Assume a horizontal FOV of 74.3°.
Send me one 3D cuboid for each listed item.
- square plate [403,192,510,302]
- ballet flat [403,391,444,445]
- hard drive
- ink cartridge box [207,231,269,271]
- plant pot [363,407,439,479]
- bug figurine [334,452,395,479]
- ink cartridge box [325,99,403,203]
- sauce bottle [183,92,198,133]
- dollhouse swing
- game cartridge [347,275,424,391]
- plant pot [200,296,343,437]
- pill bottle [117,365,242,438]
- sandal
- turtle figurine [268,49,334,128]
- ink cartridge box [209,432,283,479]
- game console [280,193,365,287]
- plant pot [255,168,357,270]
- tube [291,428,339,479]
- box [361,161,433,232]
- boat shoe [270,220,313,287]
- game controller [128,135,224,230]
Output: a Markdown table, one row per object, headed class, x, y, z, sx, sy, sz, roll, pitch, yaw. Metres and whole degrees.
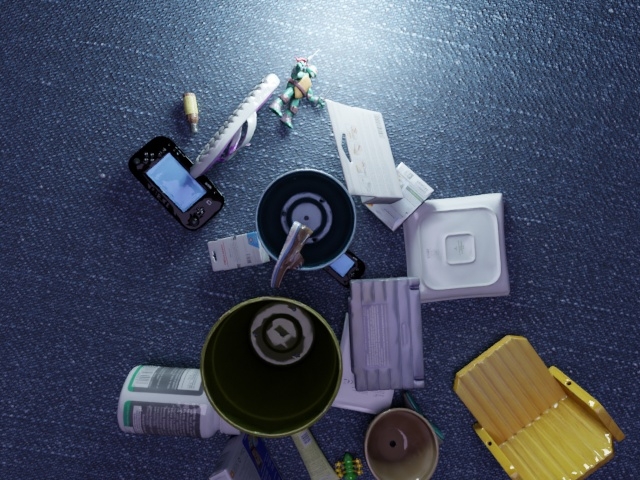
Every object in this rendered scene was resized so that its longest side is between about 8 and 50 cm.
| class | x | y | z | sx | sy | sz | roll | pitch | yaw |
| --- | --- | --- | --- | --- | --- | --- | --- | --- | --- |
| square plate | 0.456 | 0.028 | 1.405 | 0.344 | 0.049 | 0.347 | -5 | 92 | -1 |
| ballet flat | 0.328 | 0.607 | 1.414 | 0.068 | 0.072 | 0.213 | -39 | 92 | 9 |
| hard drive | 0.155 | 0.410 | 1.399 | 0.203 | 0.040 | 0.307 | 11 | 92 | 0 |
| ink cartridge box | -0.267 | 0.036 | 1.376 | 0.180 | 0.060 | 0.104 | -10 | 92 | 17 |
| plant pot | 0.246 | 0.659 | 1.351 | 0.237 | 0.109 | 0.237 | 2 | 71 | -7 |
| bug figurine | 0.164 | 0.821 | 1.414 | 0.279 | 0.072 | 0.216 | -7 | 81 | 2 |
| ink cartridge box | 0.119 | -0.258 | 1.278 | 0.261 | 0.066 | 0.296 | -4 | 77 | -44 |
| sauce bottle | -0.421 | -0.414 | 1.380 | 0.042 | 0.042 | 0.128 | -7 | 91 | 0 |
| dollhouse swing | 0.653 | 0.533 | 1.317 | 0.347 | 0.315 | 0.305 | -37 | 112 | 1 |
| game cartridge | 0.207 | 0.296 | 1.347 | 0.230 | 0.068 | 0.354 | -3 | 93 | 4 |
| plant pot | -0.125 | 0.319 | 1.255 | 0.367 | 0.353 | 0.366 | 0 | 92 | 0 |
| pill bottle | -0.419 | 0.509 | 1.333 | 0.361 | 0.204 | 0.204 | 5 | 92 | -1 |
| sandal | -0.251 | -0.343 | 1.329 | 0.102 | 0.169 | 0.416 | 39 | 88 | -23 |
| turtle figurine | -0.059 | -0.482 | 1.351 | 0.234 | 0.118 | 0.175 | -52 | 133 | 3 |
| ink cartridge box | -0.200 | 0.754 | 1.295 | 0.072 | 0.303 | 0.307 | -26 | 91 | 3 |
| game console | 0.000 | 0.000 | 1.400 | 0.361 | 0.044 | 0.213 | 40 | 91 | -2 |
| plant pot | -0.042 | -0.061 | 1.248 | 0.272 | 0.255 | 0.271 | 0 | 94 | -2 |
| tube | -0.028 | 0.726 | 1.423 | 0.070 | 0.062 | 0.240 | -21 | 99 | 40 |
| box | 0.252 | -0.141 | 1.383 | 0.186 | 0.038 | 0.145 | -45 | 76 | 0 |
| boat shoe | -0.074 | 0.045 | 1.094 | 0.066 | 0.066 | 0.183 | 22 | 93 | -4 |
| game controller | -0.466 | -0.186 | 1.376 | 0.166 | 0.067 | 0.319 | -43 | 93 | 1 |
